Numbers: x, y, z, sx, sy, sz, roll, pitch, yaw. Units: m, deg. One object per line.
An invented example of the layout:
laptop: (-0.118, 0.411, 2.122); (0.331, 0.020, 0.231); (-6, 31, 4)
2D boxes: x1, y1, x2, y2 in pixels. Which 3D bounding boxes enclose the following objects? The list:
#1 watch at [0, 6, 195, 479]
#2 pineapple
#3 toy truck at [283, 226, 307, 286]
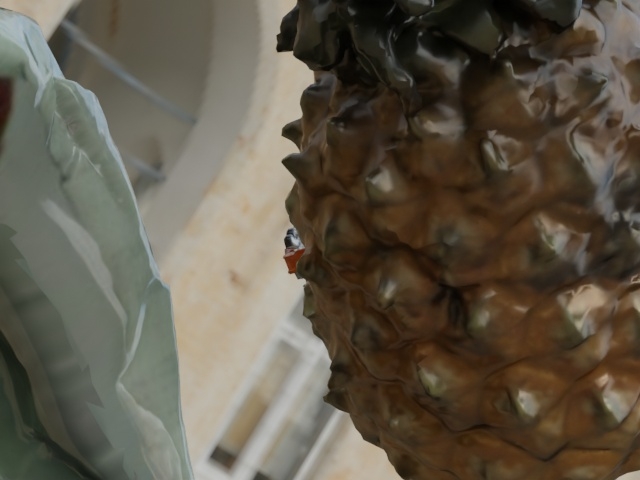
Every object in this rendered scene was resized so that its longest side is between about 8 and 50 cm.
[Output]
watch: (-0.125, 0.052, 0.516); (0.162, 0.241, 0.253); (-6, -17, 19)
pineapple: (0.042, -0.073, 0.561); (0.169, 0.169, 0.340); (20, -39, 45)
toy truck: (0.000, 0.000, 0.884); (0.083, 0.024, 0.032); (-72, 140, -69)
